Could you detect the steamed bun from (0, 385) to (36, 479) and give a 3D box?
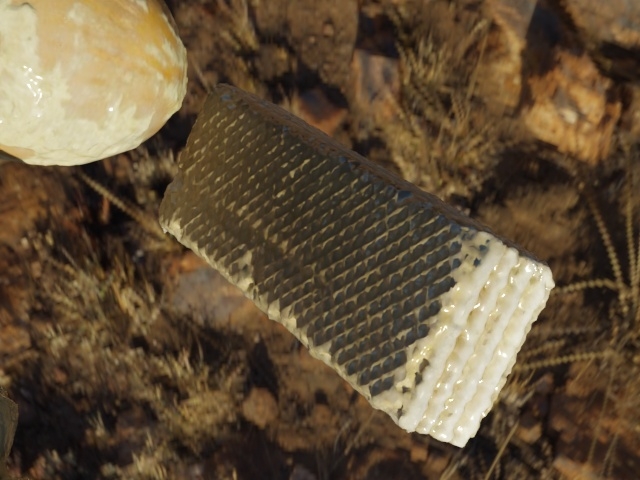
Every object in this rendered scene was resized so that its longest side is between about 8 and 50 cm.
[{"bbox_3d":[-0.281,0.201,0.947,0.219,0.310,0.324,-38,71,-7],"label":"steamed bun"}]

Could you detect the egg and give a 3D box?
[{"bbox_3d":[-0.223,-0.159,1.110,0.245,0.203,0.203,22,66,-10],"label":"egg"}]

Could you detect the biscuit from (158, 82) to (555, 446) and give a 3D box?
[{"bbox_3d":[0.000,0.000,1.016,0.078,0.426,0.144,22,98,-33],"label":"biscuit"}]
